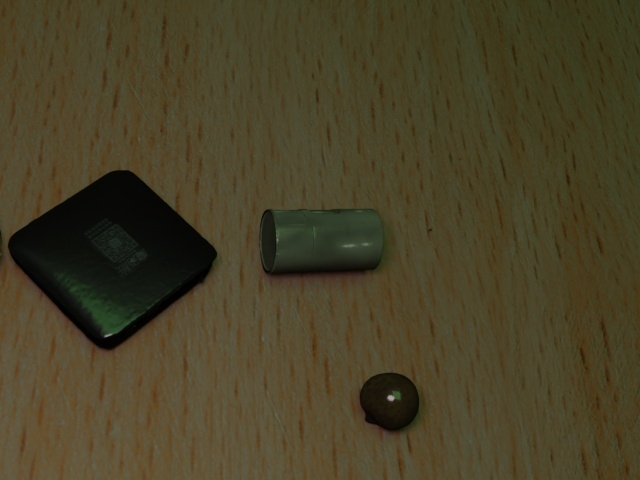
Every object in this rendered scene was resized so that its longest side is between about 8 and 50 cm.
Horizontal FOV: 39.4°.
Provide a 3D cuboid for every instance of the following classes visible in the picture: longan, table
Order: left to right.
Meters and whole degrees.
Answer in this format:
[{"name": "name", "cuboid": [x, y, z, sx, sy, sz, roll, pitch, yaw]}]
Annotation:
[{"name": "table", "cuboid": [0.000, 0.000, 1.755, 0.219, 0.126, 0.126, 0, 58, -18]}, {"name": "longan", "cuboid": [0.124, 0.293, 1.627, 0.113, 0.092, 0.114, 1, 94, 9]}]

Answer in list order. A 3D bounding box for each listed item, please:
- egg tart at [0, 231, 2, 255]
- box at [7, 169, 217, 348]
[{"name": "egg tart", "cuboid": [-0.698, -0.003, 1.559, 0.278, 0.095, 0.279, 11, 57, -17]}, {"name": "box", "cuboid": [-0.380, 0.026, 1.650, 0.289, 0.073, 0.290, 42, 56, 12]}]
